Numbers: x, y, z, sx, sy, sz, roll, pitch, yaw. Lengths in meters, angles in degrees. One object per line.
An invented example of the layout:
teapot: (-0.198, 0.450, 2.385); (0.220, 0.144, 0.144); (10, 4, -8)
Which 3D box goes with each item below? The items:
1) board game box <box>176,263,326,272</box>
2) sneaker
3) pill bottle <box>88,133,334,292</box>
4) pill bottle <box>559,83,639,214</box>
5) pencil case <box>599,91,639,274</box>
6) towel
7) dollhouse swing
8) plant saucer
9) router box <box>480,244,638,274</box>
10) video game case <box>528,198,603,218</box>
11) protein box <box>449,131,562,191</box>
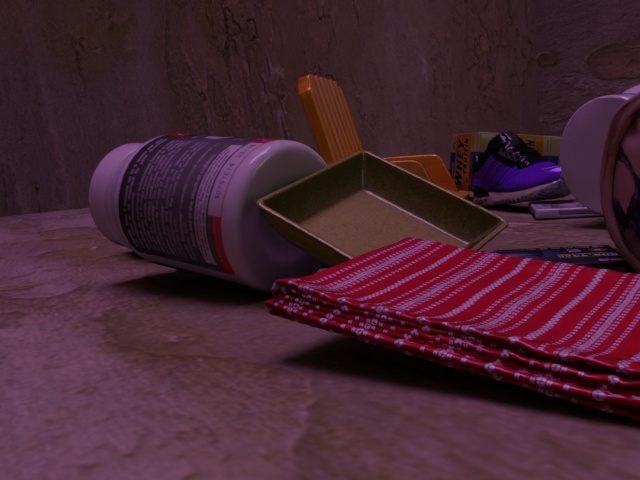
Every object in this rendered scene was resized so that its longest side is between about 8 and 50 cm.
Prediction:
board game box: (0.000, 0.000, 0.994); (0.347, 0.056, 0.208); (-2, 12, 14)
sneaker: (0.383, -0.146, 1.405); (0.102, 0.146, 0.293); (-5, 0, -21)
pill bottle: (-0.133, -0.041, 0.827); (0.283, 0.161, 0.161); (10, 15, 41)
pill bottle: (0.556, -0.142, 1.103); (0.363, 0.210, 0.210); (-10, 9, -32)
pencil case: (0.419, -0.052, 0.608); (0.411, 0.159, 0.183); (-6, 33, -30)
towel: (0.125, 0.039, 0.489); (0.275, 0.031, 0.199); (10, 18, 38)
dollhouse swing: (0.145, -0.212, 1.548); (0.316, 0.304, 0.347); (-3, 7, 17)
plant saucer: (0.062, -0.010, 0.713); (0.188, 0.045, 0.188); (30, 38, 26)
router box: (0.206, 0.031, 0.638); (0.123, 0.038, 0.092); (-4, 8, 8)
video game case: (0.446, -0.058, 1.262); (0.143, 0.019, 0.157); (-3, 7, 12)
protein box: (0.430, -0.180, 1.686); (0.201, 0.135, 0.200); (2, 6, -9)
